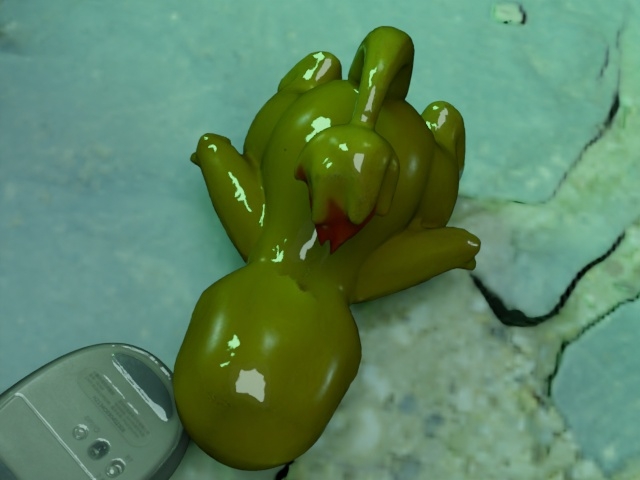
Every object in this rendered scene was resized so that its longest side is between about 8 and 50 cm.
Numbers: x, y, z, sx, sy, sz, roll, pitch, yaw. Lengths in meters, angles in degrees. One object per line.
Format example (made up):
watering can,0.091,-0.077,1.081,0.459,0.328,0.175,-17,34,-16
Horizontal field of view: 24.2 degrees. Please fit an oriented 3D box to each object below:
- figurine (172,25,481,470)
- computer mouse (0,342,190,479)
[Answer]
figurine,0.000,0.000,0.550,0.121,0.122,0.176,22,66,0
computer mouse,-0.093,0.081,0.552,0.096,0.039,0.066,-36,76,-26
